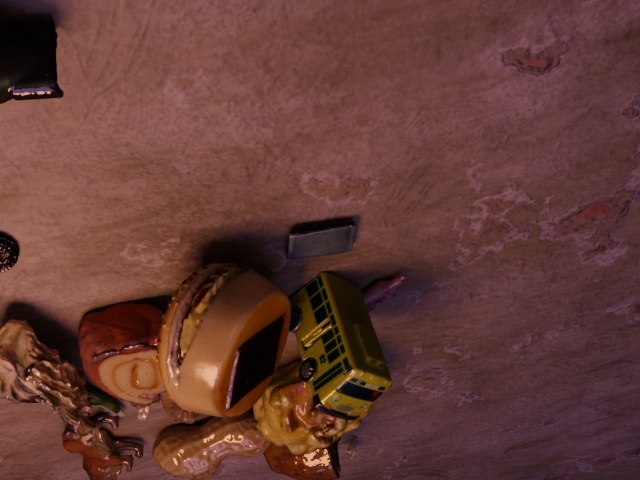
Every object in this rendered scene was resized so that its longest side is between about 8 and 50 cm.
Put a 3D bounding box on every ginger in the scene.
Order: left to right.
[{"bbox_3d":[-0.325,0.363,1.847,0.069,0.051,0.173,-6,146,-4],"label":"ginger"}]

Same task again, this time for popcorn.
[{"bbox_3d":[-0.016,0.359,1.821,0.286,0.215,0.252,-34,161,15],"label":"popcorn"}]

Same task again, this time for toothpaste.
[{"bbox_3d":[-0.493,0.339,1.770,0.049,0.031,0.204,-17,141,22],"label":"toothpaste"}]

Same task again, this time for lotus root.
[{"bbox_3d":[-0.050,0.518,2.004,0.180,0.199,0.188,-20,138,1],"label":"lotus root"}]

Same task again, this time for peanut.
[{"bbox_3d":[-0.253,0.486,1.946,0.298,0.136,0.120,-18,175,1],"label":"peanut"}]

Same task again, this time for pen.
[{"bbox_3d":[0.105,0.125,1.712,0.053,0.032,0.197,25,128,-39],"label":"pen"}]

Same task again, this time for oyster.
[{"bbox_3d":[-0.528,0.278,1.564,0.238,0.115,0.351,18,142,29],"label":"oyster"}]

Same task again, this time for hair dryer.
[{"bbox_3d":[-0.473,-0.178,1.109,0.244,0.116,0.302,-3,151,-15],"label":"hair dryer"}]

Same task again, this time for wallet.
[{"bbox_3d":[0.000,0.000,1.528,0.129,0.026,0.088,-8,145,-11],"label":"wallet"}]

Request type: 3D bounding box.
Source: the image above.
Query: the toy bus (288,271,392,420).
[{"bbox_3d":[0.035,0.204,1.602,0.150,0.262,0.128,-41,136,24],"label":"toy bus"}]

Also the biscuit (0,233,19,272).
[{"bbox_3d":[-0.550,0.021,1.366,0.087,0.027,0.089,-2,140,-17],"label":"biscuit"}]

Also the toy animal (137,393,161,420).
[{"bbox_3d":[-0.373,0.323,1.758,0.085,0.071,0.124,-16,142,-1],"label":"toy animal"}]

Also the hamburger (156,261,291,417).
[{"bbox_3d":[-0.180,0.175,1.493,0.176,0.300,0.300,19,146,20],"label":"hamburger"}]

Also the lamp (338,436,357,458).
[{"bbox_3d":[0.001,0.553,2.206,0.198,0.056,0.050,8,138,-11],"label":"lamp"}]

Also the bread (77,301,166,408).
[{"bbox_3d":[-0.373,0.226,1.600,0.190,0.123,0.244,-6,140,-8],"label":"bread"}]

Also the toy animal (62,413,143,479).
[{"bbox_3d":[-0.520,0.487,1.896,0.157,0.097,0.312,-14,140,7],"label":"toy animal"}]
